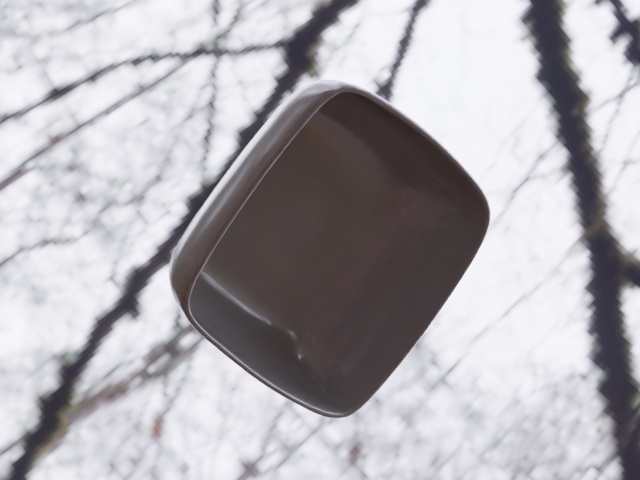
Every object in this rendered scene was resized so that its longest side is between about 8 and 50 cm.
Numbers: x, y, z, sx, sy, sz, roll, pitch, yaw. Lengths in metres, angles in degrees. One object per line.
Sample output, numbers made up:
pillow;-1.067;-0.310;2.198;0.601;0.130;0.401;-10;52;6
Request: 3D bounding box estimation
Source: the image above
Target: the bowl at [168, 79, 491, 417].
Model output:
bowl;0.000;0.000;0.948;0.142;0.142;0.053;38;-3;-39
